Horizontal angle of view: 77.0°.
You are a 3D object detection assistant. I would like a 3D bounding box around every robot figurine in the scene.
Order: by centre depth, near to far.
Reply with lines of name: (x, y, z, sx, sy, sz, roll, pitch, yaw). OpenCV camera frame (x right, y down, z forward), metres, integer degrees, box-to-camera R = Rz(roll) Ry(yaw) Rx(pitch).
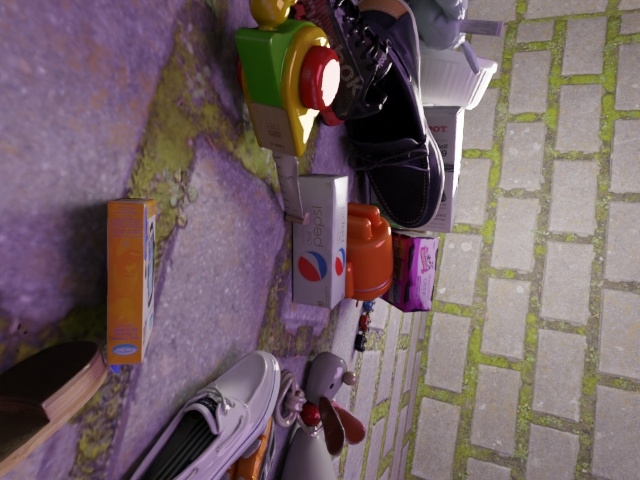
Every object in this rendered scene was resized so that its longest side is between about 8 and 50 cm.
robot figurine: (0.085, 0.031, 0.813, 0.158, 0.128, 0.219, -106, -175, -54)

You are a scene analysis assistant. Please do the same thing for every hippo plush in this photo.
hippo plush: (0.239, -0.548, 0.860, 0.234, 0.294, 0.236, 99, -1, -67)

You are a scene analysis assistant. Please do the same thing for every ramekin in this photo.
ramekin: (0.323, -0.442, 1.095, 0.273, 0.273, 0.127, -37, 143, -60)

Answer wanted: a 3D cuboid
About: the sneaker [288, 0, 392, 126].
sneaker: (0.037, -0.299, 0.600, 0.276, 0.135, 0.097, 70, 36, -45)

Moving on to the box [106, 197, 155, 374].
box: (-0.151, 0.035, 0.326, 0.081, 0.028, 0.136, -154, -114, -71)

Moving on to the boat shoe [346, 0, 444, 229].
boat shoe: (0.138, -0.209, 0.819, 0.156, 0.187, 0.500, -56, 141, -38)

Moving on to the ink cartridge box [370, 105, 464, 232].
ink cartridge box: (0.237, -0.181, 1.014, 0.121, 0.211, 0.289, -45, 136, -54)

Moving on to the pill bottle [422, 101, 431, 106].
pill bottle: (0.265, -0.288, 1.163, 0.119, 0.119, 0.208, -40, 133, -59)

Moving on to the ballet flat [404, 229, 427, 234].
ballet flat: (0.306, -0.163, 1.333, 0.124, 0.116, 0.342, 25, 72, -45)

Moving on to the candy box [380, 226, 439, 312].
candy box: (0.167, 0.053, 0.915, 0.233, 0.071, 0.159, -156, -112, -68)

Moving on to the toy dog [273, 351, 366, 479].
toy dog: (0.016, 0.384, 0.707, 0.220, 0.161, 0.333, 9, 88, -68)

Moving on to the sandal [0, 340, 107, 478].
sandal: (-0.205, 0.154, 0.210, 0.240, 0.088, 0.079, -49, 134, -61)

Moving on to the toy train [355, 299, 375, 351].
toy train: (0.119, 0.220, 1.084, 0.036, 0.027, 0.158, 40, 59, -51)

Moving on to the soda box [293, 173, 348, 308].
soda box: (0.000, 0.000, 0.671, 0.069, 0.074, 0.216, -30, 124, -63)

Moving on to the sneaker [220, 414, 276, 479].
sneaker: (-0.103, 0.312, 0.510, 0.083, 0.084, 0.215, 74, 31, -53)

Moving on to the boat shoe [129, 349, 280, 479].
boat shoe: (-0.116, 0.202, 0.441, 0.226, 0.083, 0.076, -57, 147, -45)

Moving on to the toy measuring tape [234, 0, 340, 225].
toy measuring tape: (-0.030, -0.160, 0.523, 0.330, 0.121, 0.121, 80, 26, -53)
